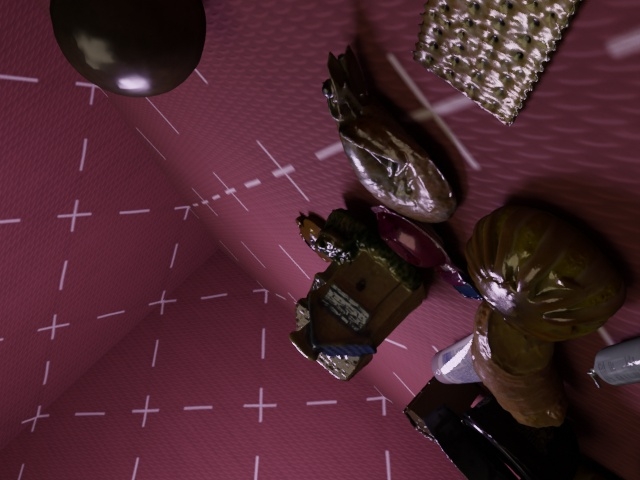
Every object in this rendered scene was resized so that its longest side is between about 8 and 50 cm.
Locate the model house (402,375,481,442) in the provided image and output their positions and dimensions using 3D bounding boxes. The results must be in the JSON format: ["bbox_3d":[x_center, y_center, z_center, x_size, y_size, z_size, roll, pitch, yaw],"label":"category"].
[{"bbox_3d":[0.337,0.464,1.547,0.176,0.181,0.248,42,166,14],"label":"model house"}]

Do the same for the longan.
[{"bbox_3d":[-0.319,-0.364,0.939,0.258,0.258,0.258,43,166,13],"label":"longan"}]

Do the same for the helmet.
[{"bbox_3d":[0.414,0.388,1.125,0.230,0.160,0.279,46,171,23],"label":"helmet"}]

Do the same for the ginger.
[{"bbox_3d":[0.322,0.193,0.935,0.190,0.126,0.354,48,168,42],"label":"ginger"}]

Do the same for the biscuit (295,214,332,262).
[{"bbox_3d":[0.000,0.000,1.515,0.180,0.039,0.236,46,165,2],"label":"biscuit"}]

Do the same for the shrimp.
[{"bbox_3d":[0.097,-0.129,0.782,0.168,0.077,0.317,18,156,42],"label":"shrimp"}]

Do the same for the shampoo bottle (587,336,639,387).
[{"bbox_3d":[0.398,0.160,0.739,0.056,0.056,0.195,43,166,12],"label":"shampoo bottle"}]

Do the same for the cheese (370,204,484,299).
[{"bbox_3d":[0.183,0.020,0.962,0.244,0.062,0.155,41,170,-10],"label":"cheese"}]

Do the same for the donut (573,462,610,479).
[{"bbox_3d":[0.638,0.651,1.231,0.360,0.170,0.360,44,169,11],"label":"donut"}]

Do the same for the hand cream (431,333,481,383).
[{"bbox_3d":[0.328,0.259,1.230,0.133,0.083,0.248,45,156,0],"label":"hand cream"}]

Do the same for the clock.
[{"bbox_3d":[0.362,0.500,1.252,0.319,0.066,0.319,47,-179,-1],"label":"clock"}]

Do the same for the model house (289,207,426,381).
[{"bbox_3d":[0.045,0.122,1.169,0.261,0.266,0.321,39,173,19],"label":"model house"}]

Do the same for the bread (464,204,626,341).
[{"bbox_3d":[0.266,0.048,0.711,0.213,0.105,0.213,46,168,12],"label":"bread"}]

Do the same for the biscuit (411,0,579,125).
[{"bbox_3d":[0.150,-0.203,0.499,0.139,0.016,0.231,41,166,15],"label":"biscuit"}]
